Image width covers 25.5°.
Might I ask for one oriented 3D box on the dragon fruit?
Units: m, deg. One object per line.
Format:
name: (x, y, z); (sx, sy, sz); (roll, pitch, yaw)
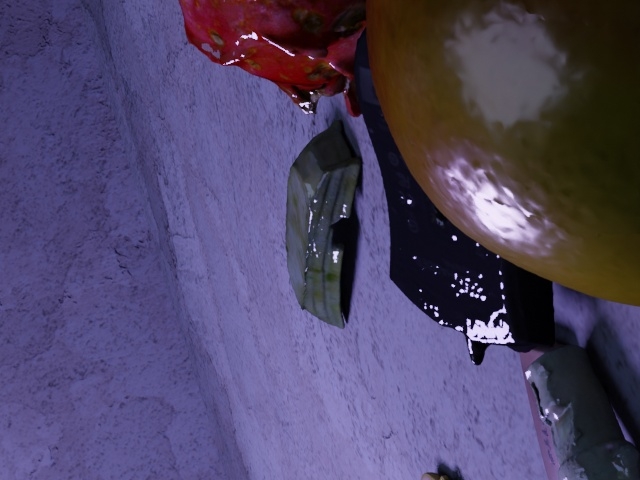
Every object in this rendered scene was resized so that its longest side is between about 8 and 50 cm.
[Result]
dragon fruit: (-0.018, -0.204, 1.011); (0.205, 0.210, 0.268); (-97, -4, -50)

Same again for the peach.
peach: (0.124, -0.086, 0.564); (0.231, 0.231, 0.231); (164, 90, -76)

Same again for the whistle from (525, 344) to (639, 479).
whistle: (0.195, 0.185, 0.891); (0.126, 0.067, 0.258); (116, 142, -51)

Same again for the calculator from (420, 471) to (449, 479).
calculator: (0.138, 0.331, 1.347); (0.157, 0.033, 0.236); (-143, 41, -69)

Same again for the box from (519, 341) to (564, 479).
box: (0.168, 0.127, 1.002); (0.048, 0.025, 0.115); (-154, 49, -74)

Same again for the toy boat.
toy boat: (0.000, 0.000, 1.452); (0.293, 0.055, 0.093); (93, 159, -53)

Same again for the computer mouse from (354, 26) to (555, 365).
computer mouse: (0.104, -0.035, 0.945); (0.147, 0.088, 0.264); (29, 136, 47)
